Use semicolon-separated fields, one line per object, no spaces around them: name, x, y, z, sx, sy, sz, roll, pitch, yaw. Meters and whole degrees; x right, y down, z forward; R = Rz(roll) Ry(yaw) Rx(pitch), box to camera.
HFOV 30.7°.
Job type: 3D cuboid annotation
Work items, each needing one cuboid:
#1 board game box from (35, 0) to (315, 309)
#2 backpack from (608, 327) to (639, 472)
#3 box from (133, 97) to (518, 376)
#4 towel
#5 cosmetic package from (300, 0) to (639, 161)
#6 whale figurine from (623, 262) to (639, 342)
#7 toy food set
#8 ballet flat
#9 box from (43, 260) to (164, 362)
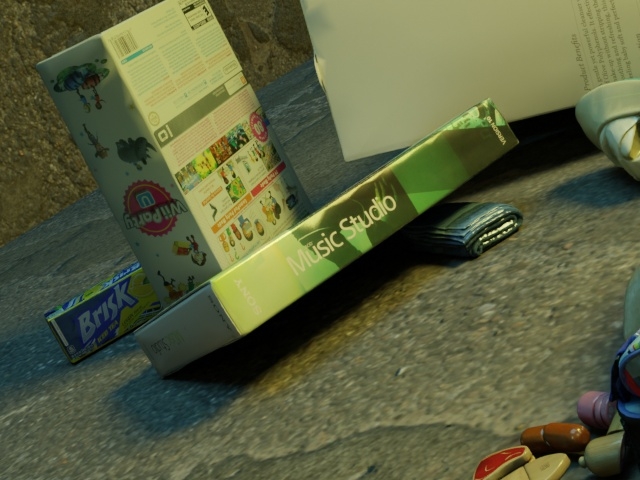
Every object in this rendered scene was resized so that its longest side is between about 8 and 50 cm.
board game box;-0.136;-0.090;1.214;0.098;0.303;0.224;-20;15;29
backpack;0.215;0.043;0.456;0.158;0.116;0.173;-12;17;45
box;0.000;0.000;1.045;0.322;0.058;0.232;-36;2;-28
towel;0.122;-0.013;1.025;0.067;0.029;0.119;-31;14;-20
cosmetic package;0.183;-0.215;1.145;0.366;0.196;0.155;-10;8;31
whale figurine;0.263;-0.036;0.618;0.272;0.141;0.216;-48;-16;-34
toy food set;0.128;0.106;0.595;0.122;0.019;0.078;-32;12;14
ballet flat;0.279;-0.083;0.901;0.086;0.086;0.248;-34;16;-28
box;-0.222;0.068;1.312;0.169;0.059;0.054;-30;13;-14
